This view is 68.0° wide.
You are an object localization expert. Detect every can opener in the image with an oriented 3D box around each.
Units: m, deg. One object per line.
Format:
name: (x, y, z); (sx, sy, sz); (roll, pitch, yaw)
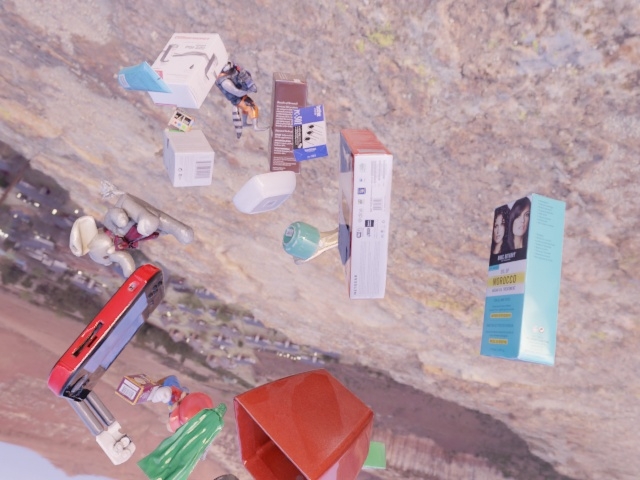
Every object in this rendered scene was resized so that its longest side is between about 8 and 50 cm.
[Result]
can opener: (-0.663, 0.550, 1.424); (0.093, 0.074, 0.281); (-30, 96, 44)

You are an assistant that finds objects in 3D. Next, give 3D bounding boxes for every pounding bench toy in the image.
pounding bench toy: (-0.421, -0.347, 1.426); (0.065, 0.052, 0.083); (28, 112, -23)

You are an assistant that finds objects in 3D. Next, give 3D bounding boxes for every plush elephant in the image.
plush elephant: (-0.630, -0.010, 1.509); (0.329, 0.256, 0.272); (30, 180, 11)

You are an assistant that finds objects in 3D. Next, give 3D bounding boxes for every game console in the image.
game console: (-0.564, 0.260, 1.309); (0.060, 0.387, 0.342); (32, 153, 2)

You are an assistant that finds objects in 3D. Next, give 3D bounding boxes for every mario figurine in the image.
mario figurine: (-0.471, 0.549, 1.538); (0.197, 0.170, 0.320); (17, 172, -28)

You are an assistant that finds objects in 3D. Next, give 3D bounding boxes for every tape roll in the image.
tape roll: (0.053, 0.701, 1.550); (0.320, 0.077, 0.321); (2, 153, 1)

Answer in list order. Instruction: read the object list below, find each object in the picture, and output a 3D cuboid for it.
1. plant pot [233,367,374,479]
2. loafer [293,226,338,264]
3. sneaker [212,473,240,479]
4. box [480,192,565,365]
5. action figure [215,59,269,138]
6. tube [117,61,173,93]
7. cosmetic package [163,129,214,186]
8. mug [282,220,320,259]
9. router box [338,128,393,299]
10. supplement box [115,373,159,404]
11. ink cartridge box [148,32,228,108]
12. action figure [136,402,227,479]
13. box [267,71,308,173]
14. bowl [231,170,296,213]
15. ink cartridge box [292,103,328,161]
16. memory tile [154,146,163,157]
plant pot: (-0.023, 0.463, 1.106); (0.267, 0.235, 0.268); (32, 135, 36)
loafer: (0.000, 0.000, 1.869); (0.102, 0.268, 0.092); (-6, 113, 62)
sneaker: (-0.226, 0.810, 1.368); (0.109, 0.130, 0.286); (-35, 113, 6)
box: (0.308, 0.060, 0.727); (0.060, 0.245, 0.100); (13, 167, -12)
action figure: (-0.337, -0.592, 1.946); (0.178, 0.341, 0.330); (-28, 119, -1)
tube: (-0.396, -0.361, 1.057); (0.207, 0.052, 0.080); (23, 164, 48)
cosmetic package: (-0.518, -0.324, 1.851); (0.151, 0.184, 0.151); (-8, 132, -29)
mug: (-0.087, 0.004, 1.727); (0.097, 0.130, 0.158); (23, 126, -34)
router box: (0.097, -0.076, 1.145); (0.082, 0.301, 0.336); (-1, 112, -3)
supplement box: (-0.416, 0.338, 1.083); (0.054, 0.043, 0.083); (27, 174, 13)
ink cartridge box: (-0.386, -0.495, 1.370); (0.158, 0.218, 0.092); (10, 150, 18)
action figure: (-0.311, 0.490, 1.151); (0.137, 0.232, 0.064); (29, 149, 27)
box: (-0.143, -0.492, 1.995); (0.143, 0.191, 0.382); (3, 117, -11)
bowl: (-0.134, -0.114, 1.184); (0.142, 0.053, 0.142); (-16, 166, -44)
ink cartridge box: (-0.031, -0.320, 1.396); (0.097, 0.207, 0.046); (-9, 137, 6)
memory tile: (-0.639, -0.383, 2.055); (0.113, 0.148, 0.012); (13, 123, 6)
